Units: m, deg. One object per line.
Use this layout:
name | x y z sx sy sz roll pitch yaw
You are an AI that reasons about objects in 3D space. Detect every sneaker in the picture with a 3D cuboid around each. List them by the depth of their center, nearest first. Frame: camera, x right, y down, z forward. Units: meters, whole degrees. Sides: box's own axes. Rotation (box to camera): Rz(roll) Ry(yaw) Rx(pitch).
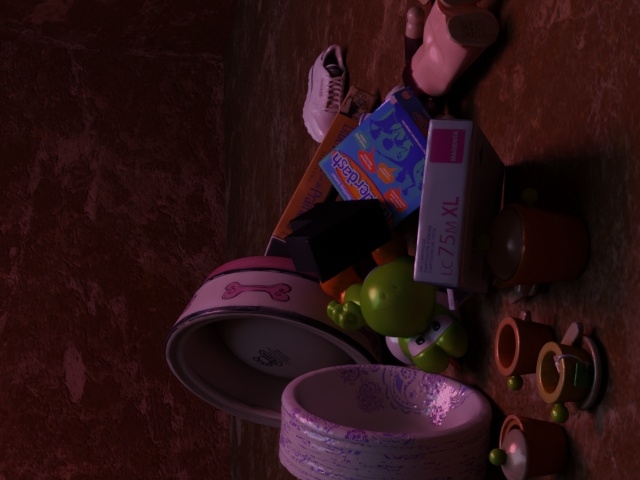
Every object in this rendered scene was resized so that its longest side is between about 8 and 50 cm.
sneaker | 0.018 -0.320 2.314 0.095 0.090 0.235 134 138 -55

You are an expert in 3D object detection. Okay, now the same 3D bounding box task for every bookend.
bookend | 0.000 0.000 1.645 0.156 0.157 0.072 -2 114 51

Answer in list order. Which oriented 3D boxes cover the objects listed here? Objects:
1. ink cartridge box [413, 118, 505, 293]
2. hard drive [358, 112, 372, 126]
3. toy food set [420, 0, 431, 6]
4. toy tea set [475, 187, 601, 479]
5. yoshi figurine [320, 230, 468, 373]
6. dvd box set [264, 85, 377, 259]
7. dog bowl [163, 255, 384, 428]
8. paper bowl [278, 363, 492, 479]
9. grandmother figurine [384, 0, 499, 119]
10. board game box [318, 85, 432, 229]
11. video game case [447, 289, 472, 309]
ink cartridge box | 0.177 -0.031 1.293 0.311 0.065 0.186 15 -99 -72
hard drive | 0.080 -0.104 1.880 0.318 0.040 0.210 7 -90 -88
toy food set | 0.184 -0.440 1.783 0.083 0.020 0.082 115 155 -55
toy tea set | 0.227 0.111 1.218 0.200 0.124 0.336 124 148 -64
yoshi figurine | 0.109 0.074 1.590 0.362 0.203 0.203 -134 56 -68
dvd box set | -0.019 -0.061 2.046 0.307 0.062 0.420 112 -176 -52
dog bowl | -0.068 0.186 1.908 0.408 0.408 0.150 113 172 -54
paper bowl | 0.085 0.278 1.416 0.284 0.284 0.148 -137 50 -73
grandmother figurine | 0.175 -0.255 1.614 0.342 0.104 0.208 122 147 -68
board game box | 0.109 -0.115 1.630 0.160 0.047 0.210 54 136 5
video game case | 0.193 0.022 1.438 0.087 0.011 0.122 -35 -58 -50
